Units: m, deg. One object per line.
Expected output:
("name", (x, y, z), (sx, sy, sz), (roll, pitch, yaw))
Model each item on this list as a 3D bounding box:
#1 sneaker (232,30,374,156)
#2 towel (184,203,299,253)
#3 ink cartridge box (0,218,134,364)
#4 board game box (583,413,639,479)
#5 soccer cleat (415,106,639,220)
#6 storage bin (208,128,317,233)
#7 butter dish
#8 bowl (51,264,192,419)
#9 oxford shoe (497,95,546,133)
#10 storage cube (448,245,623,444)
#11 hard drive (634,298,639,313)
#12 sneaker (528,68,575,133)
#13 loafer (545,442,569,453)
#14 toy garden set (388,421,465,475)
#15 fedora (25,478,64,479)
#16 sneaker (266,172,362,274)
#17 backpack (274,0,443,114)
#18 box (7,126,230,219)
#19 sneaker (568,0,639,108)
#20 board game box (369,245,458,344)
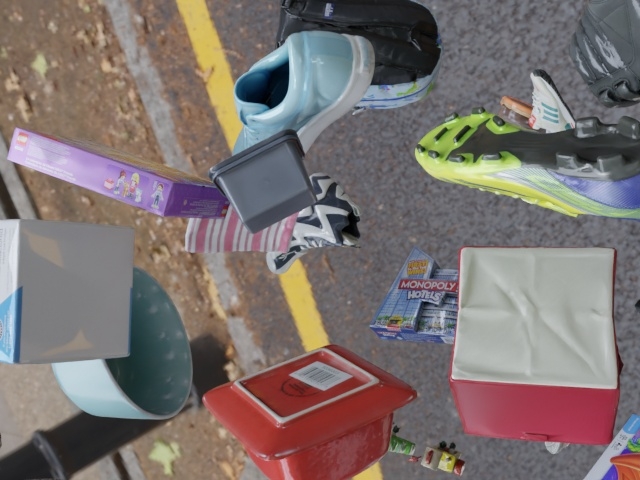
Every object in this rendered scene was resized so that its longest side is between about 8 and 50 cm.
("sneaker", (-0.076, -0.201, 1.214), (0.366, 0.150, 0.135), (-41, 50, 50))
("towel", (-0.138, -0.027, 1.459), (0.144, 0.197, 0.029), (109, 154, -47))
("ink cartridge box", (-0.444, 0.072, 1.231), (0.270, 0.197, 0.198), (-1, 87, 39))
("board game box", (0.526, 0.471, 1.347), (0.078, 0.347, 0.233), (52, 162, -24))
("soccer cleat", (0.215, -0.067, 0.836), (0.289, 0.093, 0.121), (13, 148, 48))
("storage bin", (-0.071, -0.072, 1.131), (0.091, 0.135, 0.098), (64, -179, 23))
("butter dish", (-0.006, 0.182, 0.761), (0.160, 0.160, 0.118), (20, 124, 58))
("bowl", (-0.399, 0.216, 1.585), (0.163, 0.311, 0.311), (-22, 96, 18))
("oxford shoe", (0.421, -0.206, 1.739), (0.130, 0.364, 0.132), (30, 92, 17))
("storage cube", (0.265, 0.131, 1.014), (0.215, 0.183, 0.193), (1, 150, 17))
("hard drive", (0.650, 0.166, 1.512), (0.135, 0.022, 0.094), (46, 167, -25))
("sneaker", (0.412, -0.241, 1.505), (0.075, 0.057, 0.161), (-30, 130, 21))
("loafer", (0.441, 0.330, 1.463), (0.045, 0.039, 0.125), (56, 143, 42))
("toy garden set", (0.129, 0.325, 1.349), (0.204, 0.049, 0.244), (18, 170, 22))
("fedora", (-0.468, 0.468, 1.309), (0.334, 0.334, 0.152), (-7, 83, 49))
("sneaker", (0.000, 0.000, 1.606), (0.153, 0.094, 0.235), (37, 108, 16))
("backpack", (0.097, -0.425, 1.834), (0.355, 0.273, 0.290), (-2, 71, 13))
("box", (-0.312, -0.104, 1.302), (0.293, 0.201, 0.057), (20, 96, 19))
("sneaker", (0.354, -0.163, 0.796), (0.147, 0.104, 0.296), (106, 144, -49))
("board game box", (0.216, 0.104, 1.615), (0.194, 0.194, 0.060), (-1, 146, 34))
